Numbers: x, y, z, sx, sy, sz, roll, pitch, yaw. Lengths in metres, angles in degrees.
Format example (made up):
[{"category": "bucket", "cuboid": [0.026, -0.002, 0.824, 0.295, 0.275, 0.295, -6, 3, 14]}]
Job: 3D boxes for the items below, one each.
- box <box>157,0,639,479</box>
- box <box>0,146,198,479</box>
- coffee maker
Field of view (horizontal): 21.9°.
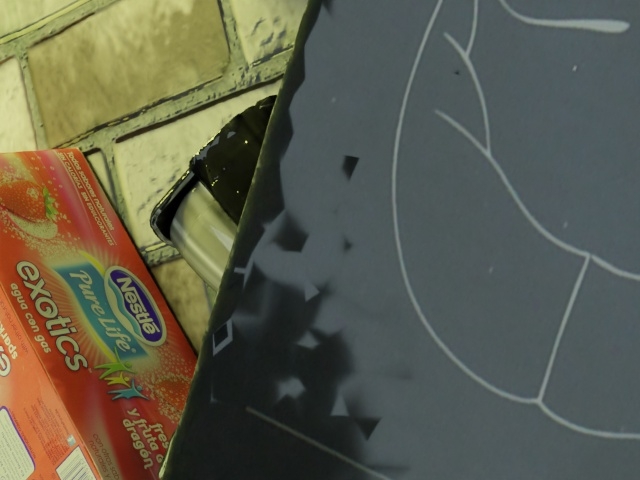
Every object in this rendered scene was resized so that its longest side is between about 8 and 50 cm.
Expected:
[{"category": "box", "cuboid": [0.255, -0.034, 0.640, 0.480, 0.297, 0.472, 24, 102, 27]}, {"category": "box", "cuboid": [-0.205, 0.093, 1.249, 0.154, 0.142, 0.300, -47, 65, 35]}, {"category": "coffee maker", "cuboid": [0.000, 0.000, 1.069, 0.178, 0.120, 0.171, 48, 123, 26]}]
